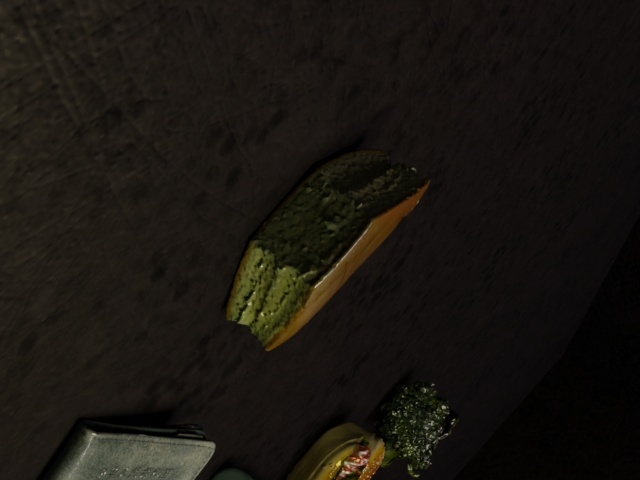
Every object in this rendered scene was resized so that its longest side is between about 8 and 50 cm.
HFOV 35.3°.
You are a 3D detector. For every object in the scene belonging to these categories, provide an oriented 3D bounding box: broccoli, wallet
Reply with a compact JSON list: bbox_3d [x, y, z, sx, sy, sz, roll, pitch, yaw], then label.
[{"bbox_3d":[0.167,0.405,2.084,0.165,0.145,0.304,-52,173,-29],"label":"broccoli"},{"bbox_3d":[-0.219,0.266,1.078,0.167,0.036,0.222,-54,150,7],"label":"wallet"}]

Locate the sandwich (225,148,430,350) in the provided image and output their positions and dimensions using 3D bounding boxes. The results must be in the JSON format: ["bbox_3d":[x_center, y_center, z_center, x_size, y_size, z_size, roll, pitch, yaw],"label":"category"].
[{"bbox_3d":[0.000,0.000,1.058,0.258,0.094,0.096,-49,161,-4],"label":"sandwich"}]

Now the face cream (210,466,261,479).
[{"bbox_3d":[-0.093,0.437,1.576,0.135,0.086,0.385,-20,151,1],"label":"face cream"}]

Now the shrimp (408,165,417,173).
[{"bbox_3d":[0.020,0.005,1.172,0.251,0.052,0.143,-53,157,6],"label":"shrimp"}]

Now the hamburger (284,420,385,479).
[{"bbox_3d":[0.023,0.417,1.779,0.210,0.116,0.173,-52,161,11],"label":"hamburger"}]
